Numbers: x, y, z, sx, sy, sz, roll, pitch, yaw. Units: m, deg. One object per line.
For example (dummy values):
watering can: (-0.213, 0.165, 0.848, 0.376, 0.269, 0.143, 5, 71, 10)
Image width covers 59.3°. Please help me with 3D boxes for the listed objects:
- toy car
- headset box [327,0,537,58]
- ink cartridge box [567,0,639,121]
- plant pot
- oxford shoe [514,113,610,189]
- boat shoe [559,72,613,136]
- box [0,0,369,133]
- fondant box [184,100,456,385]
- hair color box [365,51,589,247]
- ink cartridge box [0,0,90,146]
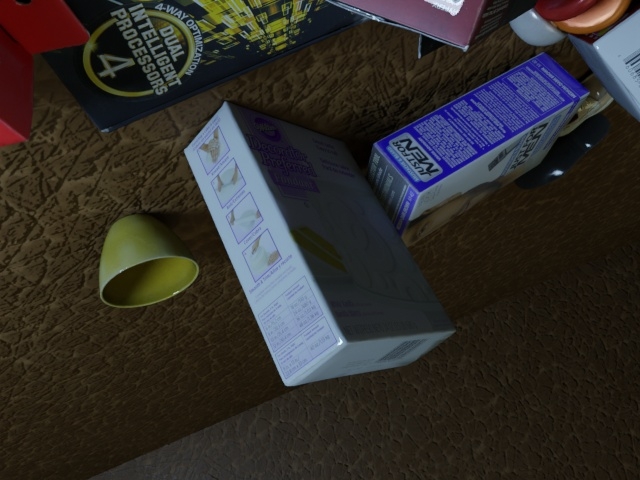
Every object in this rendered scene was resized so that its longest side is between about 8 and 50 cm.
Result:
toy car: (0.230, -0.278, 0.554, 0.182, 0.136, 0.159, 34, 132, -12)
headset box: (0.111, -0.262, 0.341, 0.218, 0.110, 0.293, -42, 154, -51)
ink cartridge box: (0.451, -0.277, 0.646, 0.272, 0.130, 0.309, -36, -172, 26)
plant pot: (-0.249, 0.020, 0.786, 0.134, 0.095, 0.134, -21, 156, -10)
oxford shoe: (0.505, -0.175, 1.174, 0.212, 0.076, 0.076, -36, 165, 24)
boat shoe: (0.457, -0.241, 0.994, 0.059, 0.063, 0.170, -17, 156, -34)
box: (-0.089, -0.268, 0.355, 0.318, 0.097, 0.395, -27, 157, -7)
fondant box: (0.000, 0.000, 0.701, 0.096, 0.330, 0.238, -43, 151, 28)
hair color box: (0.227, -0.131, 0.864, 0.339, 0.110, 0.185, -29, 158, -18)
ink cartridge box: (-0.275, -0.108, 0.332, 0.231, 0.078, 0.134, -13, 157, 5)
